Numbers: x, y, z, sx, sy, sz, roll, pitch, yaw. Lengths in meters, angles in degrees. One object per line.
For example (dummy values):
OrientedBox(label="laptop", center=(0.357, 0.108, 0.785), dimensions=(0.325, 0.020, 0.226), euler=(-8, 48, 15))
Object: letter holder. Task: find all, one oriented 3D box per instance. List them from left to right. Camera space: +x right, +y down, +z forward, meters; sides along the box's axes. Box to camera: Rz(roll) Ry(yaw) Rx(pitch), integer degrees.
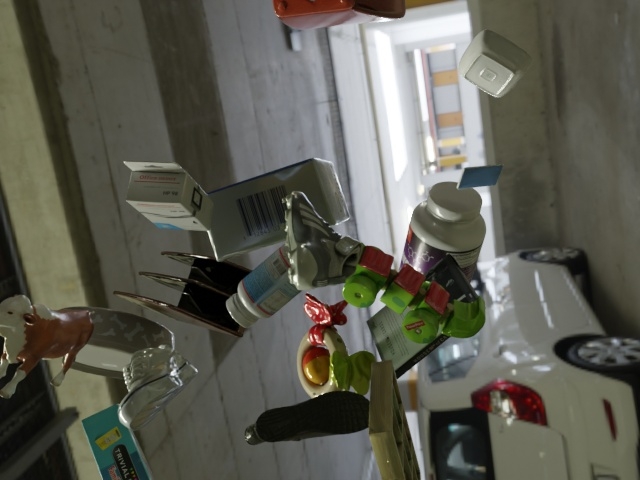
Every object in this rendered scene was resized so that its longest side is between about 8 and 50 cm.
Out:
OrientedBox(label="letter holder", center=(-0.321, 0.103, 1.586), dimensions=(0.214, 0.301, 0.152), euler=(28, -105, -37))

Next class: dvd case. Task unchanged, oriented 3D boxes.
OrientedBox(label="dvd case", center=(0.210, 0.155, 1.409), dimensions=(0.029, 0.238, 0.179), euler=(39, -163, -30))

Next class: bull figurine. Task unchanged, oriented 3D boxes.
OrientedBox(label="bull figurine", center=(-0.556, 0.200, 1.341), dimensions=(0.188, 0.101, 0.310), euler=(-58, -15, 0))

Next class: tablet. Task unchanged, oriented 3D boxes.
OrientedBox(label="tablet", center=(0.300, -0.121, 1.281), dimensions=(0.054, 0.083, 0.006), euler=(100, 157, -46))

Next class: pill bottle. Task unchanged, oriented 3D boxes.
OrientedBox(label="pill bottle", center=(-0.092, 0.084, 1.234), dimensions=(0.087, 0.160, 0.087), euler=(47, -166, -15))
OrientedBox(label="pill bottle", center=(0.293, 0.024, 1.653), dimensions=(0.182, 0.181, 0.323), euler=(-81, -2, -52))

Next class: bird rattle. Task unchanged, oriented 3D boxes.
OrientedBox(label="bird rattle", center=(0.006, 0.254, 1.521), dimensions=(0.143, 0.207, 0.254), euler=(-1, -134, -45))

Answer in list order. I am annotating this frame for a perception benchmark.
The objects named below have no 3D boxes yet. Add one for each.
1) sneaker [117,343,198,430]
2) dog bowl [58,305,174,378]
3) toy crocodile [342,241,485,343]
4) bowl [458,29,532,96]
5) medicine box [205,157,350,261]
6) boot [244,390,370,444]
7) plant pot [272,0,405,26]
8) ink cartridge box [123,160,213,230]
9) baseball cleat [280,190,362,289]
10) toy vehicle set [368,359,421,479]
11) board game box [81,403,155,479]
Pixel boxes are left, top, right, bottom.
OrientedBox(label="sneaker", center=(-0.270, 0.220, 1.060), dimensions=(0.091, 0.094, 0.258), euler=(41, 180, 2))
OrientedBox(label="dog bowl", center=(-0.532, 0.265, 1.731), dimensions=(0.349, 0.348, 0.102), euler=(61, -146, -60))
OrientedBox(label="toy crocodile", center=(0.145, 0.086, 1.272), dimensions=(0.115, 0.340, 0.105), euler=(-57, -4, -49))
OrientedBox(label="bowl", center=(0.386, -0.387, 1.530), dimensions=(0.053, 0.142, 0.142), euler=(-61, 3, -29))
OrientedBox(label="medicine box", center=(-0.092, -0.072, 1.522), dimensions=(0.289, 0.263, 0.149), euler=(-31, -76, -80))
OrientedBox(label="boot", center=(-0.027, 0.361, 1.375), dimensions=(0.161, 0.246, 0.084), euler=(122, 141, -68))
OrientedBox(label="plant pot", center=(0.015, -0.586, 1.455), dimensions=(0.236, 0.267, 0.268), euler=(-48, -46, -59))
OrientedBox(label="ink cartridge box", center=(-0.268, -0.075, 1.197), dimensions=(0.180, 0.104, 0.060), euler=(59, -143, -68))
OrientedBox(label="baseball cleat", center=(0.000, 0.000, 0.955), dimensions=(0.206, 0.109, 0.072), euler=(-97, 7, -51))
OrientedBox(label="toy vehicle set", center=(0.126, 0.351, 1.114), dimensions=(0.166, 0.035, 0.267), euler=(-79, -24, -60))
OrientedBox(label="board game box", center=(-0.331, 0.514, 1.284), dimensions=(0.336, 0.079, 0.254), euler=(51, 156, 37))
